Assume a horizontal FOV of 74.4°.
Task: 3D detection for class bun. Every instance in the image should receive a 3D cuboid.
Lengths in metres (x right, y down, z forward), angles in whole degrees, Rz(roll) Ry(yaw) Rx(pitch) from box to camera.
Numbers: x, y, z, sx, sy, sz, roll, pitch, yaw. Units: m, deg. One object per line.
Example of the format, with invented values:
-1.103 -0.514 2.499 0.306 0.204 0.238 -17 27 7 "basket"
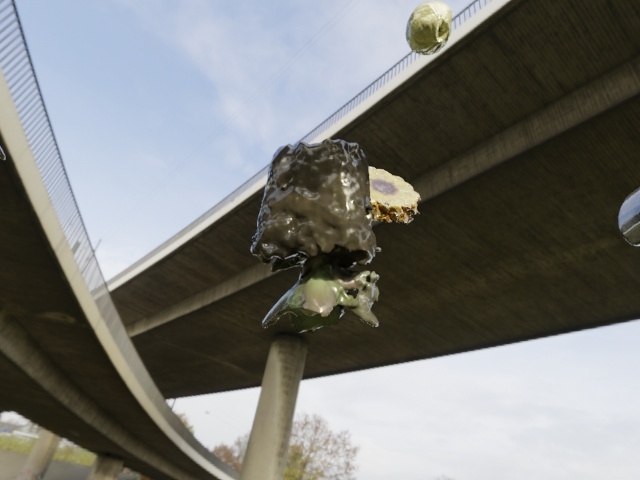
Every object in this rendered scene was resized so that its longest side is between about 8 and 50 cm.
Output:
0.186 -0.352 0.708 0.086 0.054 0.086 -15 -42 -14 "bun"

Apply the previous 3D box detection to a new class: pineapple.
0.147 -0.115 0.995 0.221 0.221 0.047 16 -53 -7 "pineapple"

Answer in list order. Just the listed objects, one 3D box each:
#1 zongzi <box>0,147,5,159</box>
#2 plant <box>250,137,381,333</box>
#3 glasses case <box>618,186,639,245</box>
-0.204 -0.179 0.159 0.123 0.288 0.260 -7 12 -22 "zongzi"
0.000 0.000 0.455 0.143 0.203 0.131 6 -10 4 "plant"
0.531 -0.098 0.567 0.060 0.114 0.299 28 -22 11 "glasses case"
